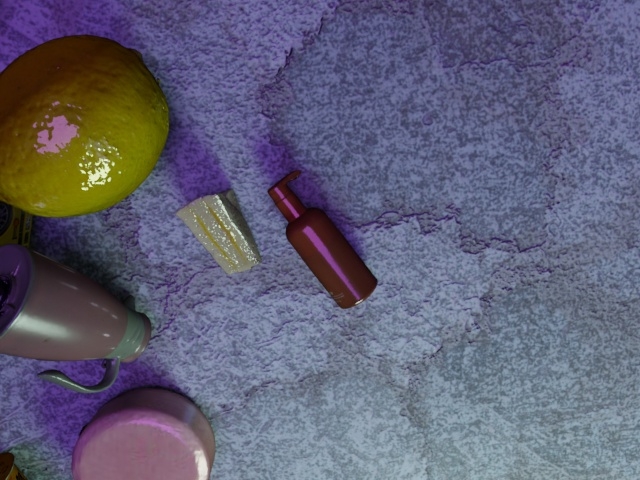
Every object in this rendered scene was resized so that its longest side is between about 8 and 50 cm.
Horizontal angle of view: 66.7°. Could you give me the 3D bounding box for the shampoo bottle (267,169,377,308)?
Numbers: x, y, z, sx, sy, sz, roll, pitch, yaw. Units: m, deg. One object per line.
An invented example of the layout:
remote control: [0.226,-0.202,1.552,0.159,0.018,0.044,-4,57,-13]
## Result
shampoo bottle: [-0.002,0.002,0.824,0.085,0.085,0.244,-35,100,5]

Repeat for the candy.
candy: [-0.324,0.392,0.885,0.255,0.094,0.255,-1,103,-3]

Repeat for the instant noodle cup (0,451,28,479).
instant noodle cup: [-0.581,0.515,0.851,0.216,0.216,0.172,-30,111,4]

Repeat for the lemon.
lemon: [-0.345,-0.159,0.696,0.236,0.236,0.263,28,106,-8]

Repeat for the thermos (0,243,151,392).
thermos: [-0.383,0.133,0.745,0.146,0.265,0.176,-8,62,23]

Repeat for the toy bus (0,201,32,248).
toy bus: [-0.557,0.048,0.772,0.144,0.152,0.330,12,99,0]

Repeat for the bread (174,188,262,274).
bread: [-0.161,-0.005,0.802,0.077,0.105,0.152,-21,102,9]
